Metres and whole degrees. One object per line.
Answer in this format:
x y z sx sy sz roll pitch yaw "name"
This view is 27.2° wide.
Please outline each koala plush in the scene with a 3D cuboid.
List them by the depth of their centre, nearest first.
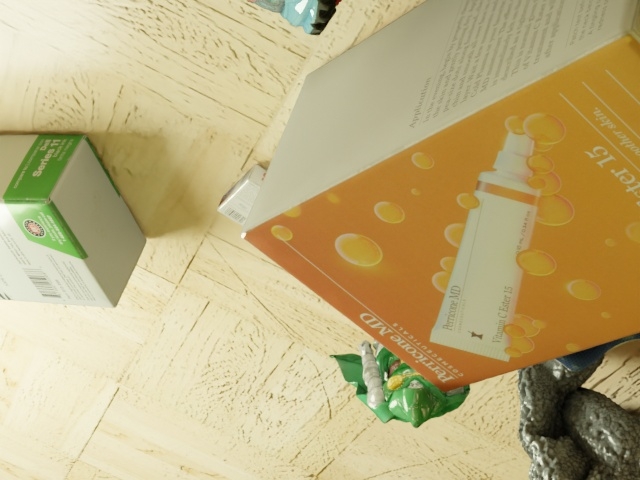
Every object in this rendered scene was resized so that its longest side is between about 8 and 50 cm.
0.298 0.176 1.110 0.221 0.203 0.196 -16 132 25 "koala plush"

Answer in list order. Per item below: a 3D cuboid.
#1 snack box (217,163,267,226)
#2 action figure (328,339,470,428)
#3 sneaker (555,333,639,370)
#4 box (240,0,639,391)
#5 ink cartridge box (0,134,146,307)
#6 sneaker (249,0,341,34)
0.000 0.000 1.153 0.178 0.022 0.064 32 143 -14 "snack box"
0.075 0.105 1.091 0.137 0.232 0.063 -12 101 1 "action figure"
0.281 0.018 0.941 0.112 0.131 0.296 39 140 -20 "sneaker"
0.149 -0.057 0.876 0.215 0.168 0.345 38 142 -23 "box"
-0.290 -0.019 1.221 0.209 0.086 0.153 3 141 23 "ink cartridge box"
-0.025 -0.231 0.794 0.125 0.104 0.262 22 145 3 "sneaker"
